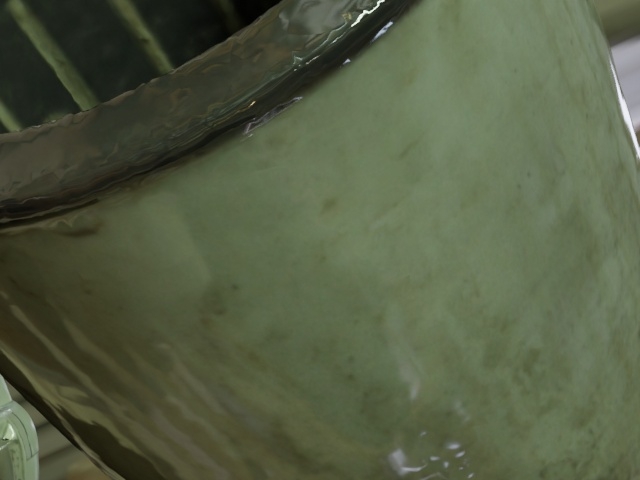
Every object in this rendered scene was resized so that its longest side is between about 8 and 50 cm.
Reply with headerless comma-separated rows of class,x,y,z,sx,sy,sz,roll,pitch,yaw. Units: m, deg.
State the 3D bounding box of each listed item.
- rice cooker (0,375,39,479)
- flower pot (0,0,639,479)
rice cooker,-0.397,0.173,1.228,0.335,0.335,0.325,65,19,-1
flower pot,0.000,0.000,0.693,0.330,0.293,0.293,60,9,-33
